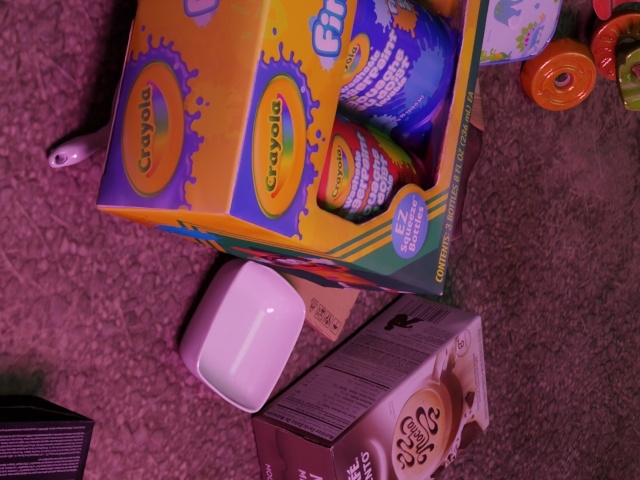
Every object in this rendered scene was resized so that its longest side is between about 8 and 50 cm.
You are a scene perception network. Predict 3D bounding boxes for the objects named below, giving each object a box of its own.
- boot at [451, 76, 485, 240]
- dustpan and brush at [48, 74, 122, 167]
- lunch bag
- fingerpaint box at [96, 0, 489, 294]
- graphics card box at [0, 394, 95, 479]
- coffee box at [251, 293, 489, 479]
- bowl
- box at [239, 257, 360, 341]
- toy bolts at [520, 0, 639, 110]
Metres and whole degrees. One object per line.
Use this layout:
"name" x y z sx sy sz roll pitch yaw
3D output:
"boot" 0.114 -0.091 1.783 0.248 0.090 0.207 -7 106 -55
"dustpan and brush" -0.166 -0.110 1.450 0.211 0.060 0.147 -37 123 -48
"lunch bag" 0.198 -0.312 1.770 0.176 0.090 0.219 -12 126 -34
"fingerpaint box" 0.002 -0.200 1.483 0.371 0.163 0.445 22 75 -53
"graphics card box" -0.337 0.320 1.338 0.232 0.094 0.371 6 99 -53
"coffee box" 0.066 0.213 1.807 0.297 0.118 0.168 -37 130 -40
"bowl" -0.087 0.095 1.620 0.142 0.053 0.142 44 68 -49
"box" 0.000 0.000 1.726 0.201 0.021 0.164 44 67 -50
"toy bolts" 0.351 -0.298 2.031 0.218 0.158 0.229 -10 129 -8
